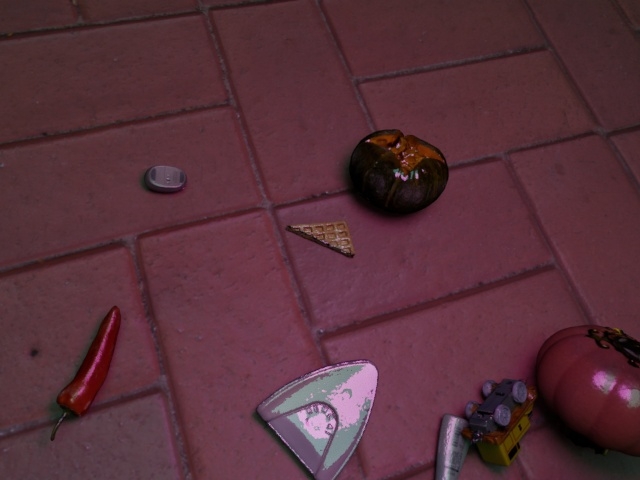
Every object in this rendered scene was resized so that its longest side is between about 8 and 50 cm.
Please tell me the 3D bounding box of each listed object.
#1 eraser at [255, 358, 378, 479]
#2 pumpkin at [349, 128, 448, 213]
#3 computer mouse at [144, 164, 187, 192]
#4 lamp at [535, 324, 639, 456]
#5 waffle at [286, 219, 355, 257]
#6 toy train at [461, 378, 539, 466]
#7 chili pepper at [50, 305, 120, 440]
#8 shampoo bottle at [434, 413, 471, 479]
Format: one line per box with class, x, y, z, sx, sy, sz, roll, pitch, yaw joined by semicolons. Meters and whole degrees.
eraser;0.024;0.338;1.148;0.243;0.059;0.204;-39;77;-20
pumpkin;0.184;-0.161;1.354;0.238;0.159;0.238;6;43;-5
computer mouse;-0.362;-0.140;1.318;0.096;0.039;0.066;5;65;-16
lamp;0.589;0.316;1.157;0.305;0.305;0.239;14;109;-5
waffle;0.000;0.000;1.322;0.153;0.023;0.097;-4;65;-13
toy train;0.378;0.370;1.169;0.219;0.089;0.127;-32;104;-38
chili pepper;-0.447;0.256;1.098;0.063;0.071;0.272;22;61;-4
shampoo bottle;0.261;0.454;1.144;0.069;0.041;0.190;26;63;-11
